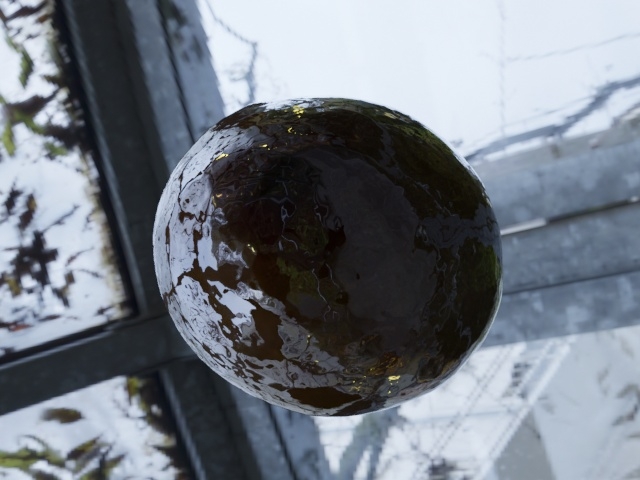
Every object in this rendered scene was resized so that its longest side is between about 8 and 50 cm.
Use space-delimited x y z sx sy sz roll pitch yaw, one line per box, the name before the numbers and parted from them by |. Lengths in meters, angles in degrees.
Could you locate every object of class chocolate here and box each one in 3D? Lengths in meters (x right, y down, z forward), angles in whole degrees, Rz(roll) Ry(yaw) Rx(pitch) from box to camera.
chocolate | 0.000 0.000 0.561 0.177 0.177 0.177 13 -109 -42
